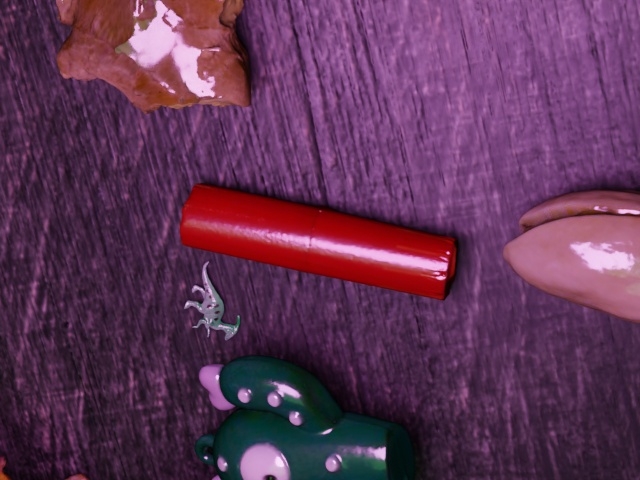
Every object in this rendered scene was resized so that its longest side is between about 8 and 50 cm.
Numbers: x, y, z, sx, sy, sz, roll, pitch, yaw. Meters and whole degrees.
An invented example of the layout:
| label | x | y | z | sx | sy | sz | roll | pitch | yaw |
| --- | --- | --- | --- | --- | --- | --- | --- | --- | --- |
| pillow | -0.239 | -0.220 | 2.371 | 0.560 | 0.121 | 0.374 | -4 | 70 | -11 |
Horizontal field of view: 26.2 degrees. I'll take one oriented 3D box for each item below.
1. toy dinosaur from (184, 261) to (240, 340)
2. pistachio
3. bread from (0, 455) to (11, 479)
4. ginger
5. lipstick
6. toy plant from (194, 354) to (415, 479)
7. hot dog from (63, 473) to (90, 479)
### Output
| label | x | y | z | sx | sy | sz | roll | pitch | yaw |
| --- | --- | --- | --- | --- | --- | --- | --- | --- | --- |
| toy dinosaur | -0.110 | 0.069 | 1.457 | 0.062 | 0.021 | 0.083 | 24 | 115 | -1 |
| pistachio | 0.286 | 0.018 | 1.288 | 0.226 | 0.136 | 0.135 | 12 | 110 | 17 |
| bread | -0.467 | 0.386 | 1.522 | 0.398 | 0.215 | 0.398 | 10 | 109 | 30 |
| ginger | -0.153 | -0.255 | 1.316 | 0.219 | 0.123 | 0.270 | 4 | 98 | 10 |
| lipstick | 0.000 | 0.001 | 1.381 | 0.280 | 0.073 | 0.073 | 12 | 110 | 10 |
| toy plant | -0.025 | 0.228 | 1.429 | 0.243 | 0.112 | 0.232 | 21 | 126 | 12 |
| hot dog | -0.315 | 0.316 | 1.571 | 0.090 | 0.060 | 0.140 | 32 | 122 | 2 |
